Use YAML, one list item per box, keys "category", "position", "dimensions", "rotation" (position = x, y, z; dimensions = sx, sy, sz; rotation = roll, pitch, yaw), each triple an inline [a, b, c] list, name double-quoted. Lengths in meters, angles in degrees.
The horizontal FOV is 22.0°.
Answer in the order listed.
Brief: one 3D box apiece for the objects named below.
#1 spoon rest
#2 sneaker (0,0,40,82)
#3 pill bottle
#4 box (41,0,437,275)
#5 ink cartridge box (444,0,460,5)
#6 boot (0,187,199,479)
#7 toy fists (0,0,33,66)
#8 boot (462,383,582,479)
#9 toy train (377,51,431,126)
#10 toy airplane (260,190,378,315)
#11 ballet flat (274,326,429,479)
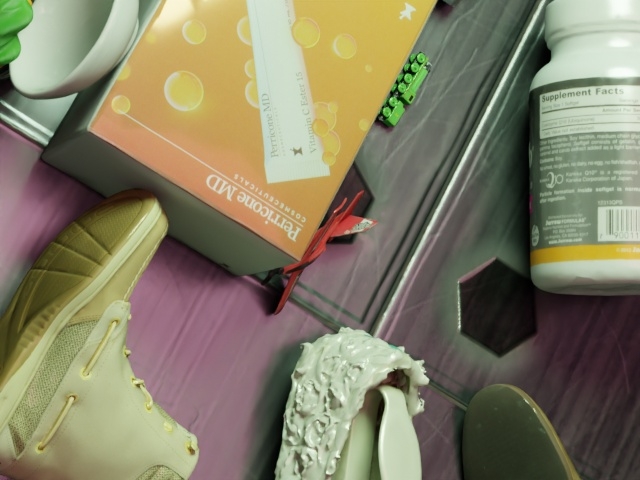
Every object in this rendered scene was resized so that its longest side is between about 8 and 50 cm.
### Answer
- category: "spoon rest"
  position: [-0.165, -0.232, 1.328]
  dimensions: [0.084, 0.137, 0.276]
  rotation: [40, 79, -36]
- category: "sneaker"
  position: [-0.252, -0.182, 1.413]
  dimensions: [0.215, 0.083, 0.084]
  rotation: [-32, 96, -23]
- category: "pill bottle"
  position: [0.282, -0.090, 1.582]
  dimensions: [0.162, 0.162, 0.279]
  rotation: [4, 82, -22]
- category: "box"
  position: [-0.056, -0.172, 1.446]
  dimensions: [0.215, 0.168, 0.345]
  rotation: [32, 74, -16]
- category: "ink cartridge box"
  position: [0.098, -0.335, 1.607]
  dimensions: [0.179, 0.045, 0.145]
  rotation: [33, 73, 3]
- category: "boot"
  position: [-0.169, 0.107, 1.380]
  dimensions: [0.203, 0.095, 0.262]
  rotation: [41, 77, -33]
- category: "toy fists"
  position: [-0.313, -0.256, 1.271]
  dimensions: [0.142, 0.096, 0.279]
  rotation: [-19, 110, -10]
- category: "boot"
  position: [0.232, 0.272, 1.575]
  dimensions: [0.115, 0.112, 0.305]
  rotation: [-23, 89, -53]
- category: "toy train"
  position: [0.082, -0.145, 1.583]
  dimensions: [0.023, 0.017, 0.083]
  rotation: [41, 71, -24]
- category: "toy airplane"
  position: [0.000, 0.000, 1.484]
  dimensions: [0.151, 0.151, 0.028]
  rotation: [-40, 74, -21]
- category: "ballet flat"
  position: [0.017, 0.276, 1.435]
  dimensions: [0.147, 0.147, 0.409]
  rotation: [10, 80, -21]
